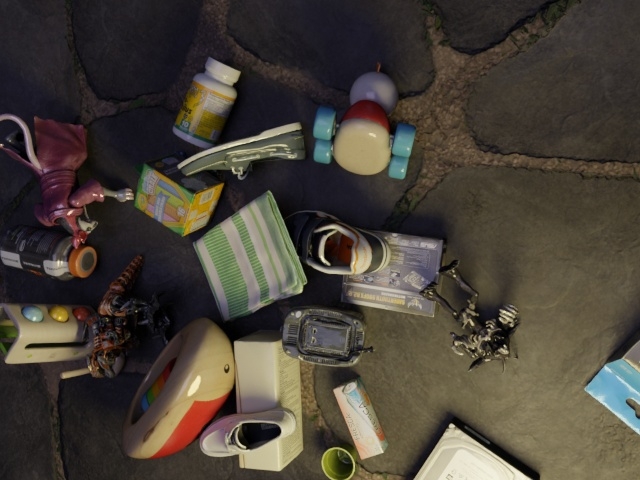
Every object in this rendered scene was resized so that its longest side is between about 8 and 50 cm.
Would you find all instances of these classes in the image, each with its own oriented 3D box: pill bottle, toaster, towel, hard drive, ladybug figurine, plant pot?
[{"bbox_3d":[-0.279,-0.344,1.772,0.117,0.117,0.208,29,103,16],"label":"pill bottle"},{"bbox_3d":[0.024,0.219,1.670,0.226,0.146,0.129,6,92,9],"label":"toaster"},{"bbox_3d":[-0.181,0.054,1.739,0.324,0.038,0.248,-28,82,44],"label":"towel"},{"bbox_3d":[0.318,0.617,1.649,0.237,0.064,0.339,34,104,15],"label":"hard drive"},{"bbox_3d":[-0.741,0.038,1.950,0.245,0.130,0.131,10,97,19],"label":"pill bottle"},{"bbox_3d":[-0.347,0.386,1.769,0.161,0.305,0.449,29,122,-19],"label":"ladybug figurine"},{"bbox_3d":[0.054,0.533,1.727,0.083,0.079,0.083,1,93,19],"label":"plant pot"}]

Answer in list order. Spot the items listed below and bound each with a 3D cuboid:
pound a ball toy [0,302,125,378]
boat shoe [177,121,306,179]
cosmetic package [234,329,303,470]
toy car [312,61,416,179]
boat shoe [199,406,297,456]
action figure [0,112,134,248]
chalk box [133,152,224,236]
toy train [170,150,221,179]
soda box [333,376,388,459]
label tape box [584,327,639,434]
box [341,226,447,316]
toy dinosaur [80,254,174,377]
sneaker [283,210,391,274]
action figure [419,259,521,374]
[{"bbox_3d":[-0.672,0.255,1.865,0.208,0.319,0.136,43,107,28],"label":"pound a ball toy"},{"bbox_3d":[-0.188,-0.200,1.727,0.319,0.116,0.099,-18,100,0],"label":"boat shoe"},{"bbox_3d":[-0.124,0.385,1.740,0.113,0.160,0.310,-2,91,20],"label":"cosmetic package"},{"bbox_3d":[0.116,-0.292,1.630,0.219,0.210,0.238,13,68,5],"label":"toy car"},{"bbox_3d":[-0.182,0.445,1.635,0.258,0.084,0.095,-25,85,20],"label":"boat shoe"},{"bbox_3d":[-0.679,-0.157,1.857,0.248,0.275,0.370,-28,70,13],"label":"action figure"},{"bbox_3d":[-0.378,-0.129,1.798,0.213,0.132,0.132,31,120,16],"label":"chalk box"},{"bbox_3d":[-0.325,-0.198,1.844,0.158,0.027,0.036,23,98,17],"label":"toy train"},{"bbox_3d":[0.098,0.429,1.717,0.063,0.058,0.183,-24,86,19],"label":"soda box"},{"bbox_3d":[0.756,0.272,1.448,0.249,0.115,0.348,41,103,13],"label":"label tape box"},{"bbox_3d":[0.172,0.071,1.670,0.231,0.056,0.183,7,96,19],"label":"box"},{"bbox_3d":[-0.509,0.195,1.845,0.218,0.164,0.322,4,88,8],"label":"toy dinosaur"},{"bbox_3d":[0.000,0.000,1.647,0.321,0.127,0.126,12,100,39],"label":"sneaker"},{"bbox_3d":[0.344,0.185,1.554,0.164,0.141,0.276,-42,93,-1],"label":"action figure"}]
